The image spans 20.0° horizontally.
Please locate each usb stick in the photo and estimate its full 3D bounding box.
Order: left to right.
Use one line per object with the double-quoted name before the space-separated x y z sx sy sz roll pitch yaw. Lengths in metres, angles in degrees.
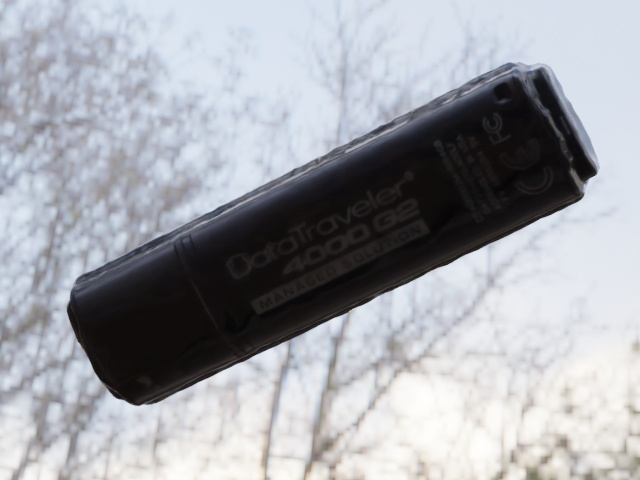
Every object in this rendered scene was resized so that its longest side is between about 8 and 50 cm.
"usb stick" 0.000 0.000 0.890 0.278 0.045 0.077 -26 -83 18
